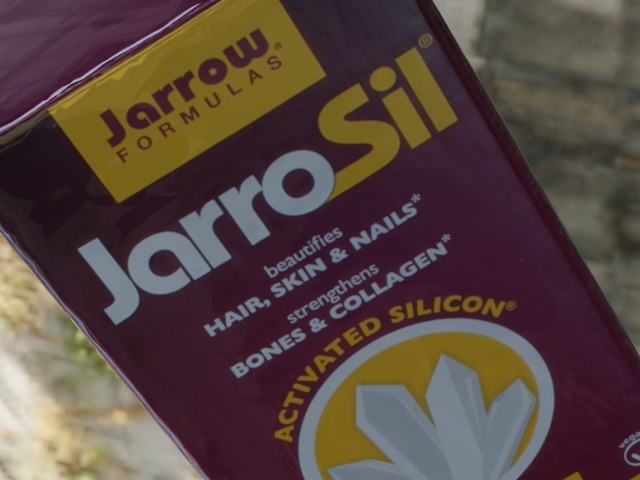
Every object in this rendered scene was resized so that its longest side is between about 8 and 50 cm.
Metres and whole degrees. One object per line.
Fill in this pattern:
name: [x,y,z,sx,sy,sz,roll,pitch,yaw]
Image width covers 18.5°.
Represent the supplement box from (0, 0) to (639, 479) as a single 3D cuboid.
supplement box: [0.000,0.000,0.469,0.188,0.104,0.081,55,-174,-36]
